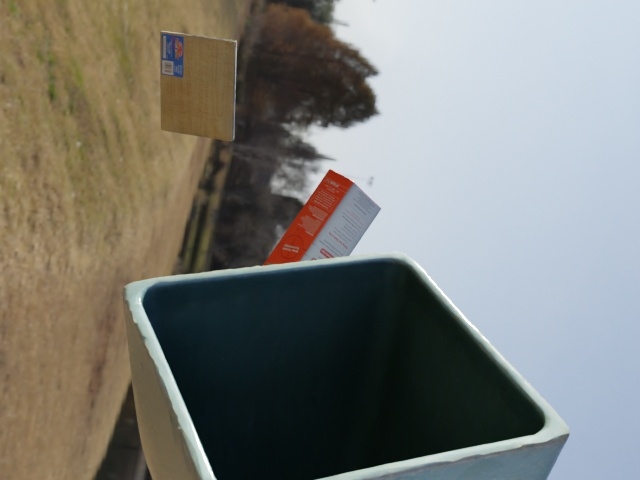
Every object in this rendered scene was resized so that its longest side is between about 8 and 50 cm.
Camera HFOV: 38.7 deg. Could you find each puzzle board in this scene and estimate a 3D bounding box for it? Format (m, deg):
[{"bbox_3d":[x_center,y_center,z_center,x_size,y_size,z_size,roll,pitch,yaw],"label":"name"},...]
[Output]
[{"bbox_3d":[-0.151,-0.190,1.124,0.011,0.096,0.128,-60,158,-60],"label":"puzzle board"}]

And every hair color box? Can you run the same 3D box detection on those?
[{"bbox_3d":[0.000,0.000,1.009,0.141,0.043,0.072,-56,141,-4],"label":"hair color box"}]

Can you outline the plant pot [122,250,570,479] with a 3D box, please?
[{"bbox_3d":[-0.005,0.185,0.698,0.248,0.247,0.252,-128,-142,-52],"label":"plant pot"}]
